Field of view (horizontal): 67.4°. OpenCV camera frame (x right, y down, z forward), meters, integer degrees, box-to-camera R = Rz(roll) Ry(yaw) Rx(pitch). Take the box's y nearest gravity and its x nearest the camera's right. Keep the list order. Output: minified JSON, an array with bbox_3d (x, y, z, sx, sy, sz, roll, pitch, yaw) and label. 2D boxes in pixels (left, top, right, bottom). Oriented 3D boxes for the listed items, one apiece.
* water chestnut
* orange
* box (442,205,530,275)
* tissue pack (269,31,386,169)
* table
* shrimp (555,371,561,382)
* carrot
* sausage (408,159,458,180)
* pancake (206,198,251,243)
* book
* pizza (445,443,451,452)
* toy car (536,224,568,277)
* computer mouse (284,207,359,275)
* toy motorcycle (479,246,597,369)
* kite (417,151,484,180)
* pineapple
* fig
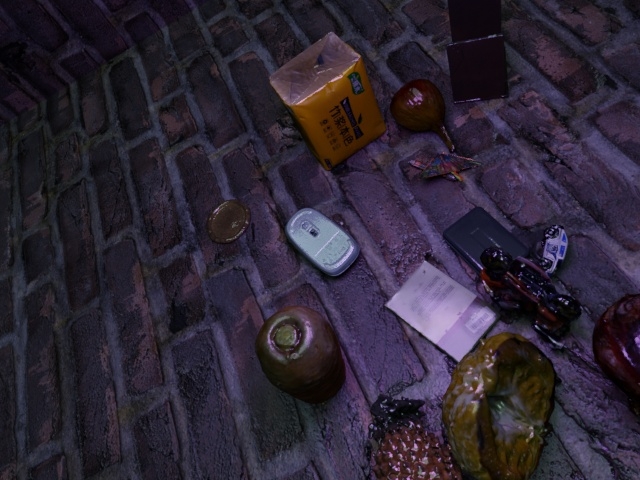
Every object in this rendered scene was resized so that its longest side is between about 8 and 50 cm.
[{"bbox_3d":[0.789,0.288,1.094,0.351,0.302,0.350,8,38,-6],"label":"water chestnut"},{"bbox_3d":[0.414,0.397,1.166,0.210,0.271,0.368,-4,50,54],"label":"orange"},{"bbox_3d":[0.504,0.012,1.474,0.160,0.050,0.230,-37,57,-2],"label":"box"},{"bbox_3d":[0.038,-0.485,1.725,0.293,0.382,0.228,-34,55,1],"label":"tissue pack"},{"bbox_3d":[0.554,-0.680,1.690,0.196,0.282,0.250,-2,62,21],"label":"table"},{"bbox_3d":[0.529,0.352,1.290,0.148,0.035,0.195,-47,58,-7],"label":"shrimp"},{"bbox_3d":[-0.046,0.326,1.346,0.224,0.340,0.224,-8,57,13],"label":"carrot"},{"bbox_3d":[0.391,-0.245,1.671,0.198,0.025,0.028,26,66,30],"label":"sausage"},{"bbox_3d":[-0.359,-0.077,1.870,0.199,0.021,0.199,-8,61,15],"label":"pancake"},{"bbox_3d":[0.361,0.206,1.437,0.201,0.026,0.289,-46,57,-7],"label":"book"},{"bbox_3d":[0.367,0.540,1.262,0.083,0.016,0.037,-22,59,13],"label":"pizza"},{"bbox_3d":[0.669,0.032,1.383,0.070,0.080,0.170,14,68,25],"label":"toy car"},{"bbox_3d":[0.001,0.002,1.647,0.288,0.097,0.159,40,80,21],"label":"computer mouse"},{"bbox_3d":[0.588,0.178,1.293,0.401,0.207,0.134,36,66,15],"label":"toy motorcycle"},{"bbox_3d":[0.430,-0.250,1.641,0.241,0.014,0.183,-16,44,-11],"label":"kite"},{"bbox_3d":[0.220,0.529,1.229,0.223,0.223,0.357,-26,46,6],"label":"pineapple"},{"bbox_3d":[0.392,-0.449,1.735,0.290,0.190,0.190,42,81,-4],"label":"fig"}]
